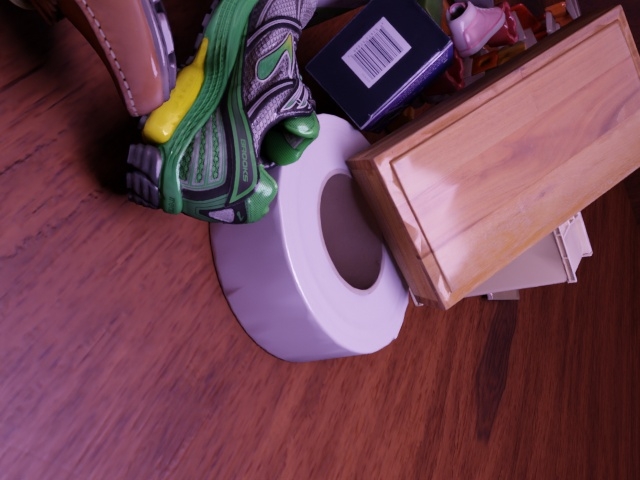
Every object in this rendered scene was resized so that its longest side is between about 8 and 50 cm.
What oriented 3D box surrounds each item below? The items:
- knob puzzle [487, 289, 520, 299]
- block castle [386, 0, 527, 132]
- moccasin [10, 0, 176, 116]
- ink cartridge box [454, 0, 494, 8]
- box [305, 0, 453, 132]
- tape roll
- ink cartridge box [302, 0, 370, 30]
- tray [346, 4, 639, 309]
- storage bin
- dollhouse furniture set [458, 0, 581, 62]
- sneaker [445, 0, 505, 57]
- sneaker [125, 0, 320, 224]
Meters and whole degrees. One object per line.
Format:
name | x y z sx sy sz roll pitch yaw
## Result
knob puzzle | 0.354 0.027 1.442 0.213 0.030 0.213 26 58 -51
block castle | 0.252 -0.337 1.246 0.303 0.212 0.453 48 42 -38
moccasin | -0.241 -0.254 0.515 0.380 0.147 0.139 57 -8 -22
ink cartridge box | 0.336 -0.592 1.613 0.181 0.061 0.104 31 53 -48
box | 0.085 -0.231 0.925 0.108 0.153 0.207 48 14 2
tape roll | 0.000 0.000 0.834 0.286 0.100 0.286 29 55 -51
ink cartridge box | -0.033 -0.356 0.818 0.272 0.198 0.115 -2 82 -57
tray | 0.252 -0.111 0.880 0.410 0.076 0.203 -33 107 -19
storage bin | 0.238 -0.051 1.073 0.123 0.262 0.261 -39 112 -53
dollhouse furniture set | 0.443 -0.464 1.549 0.259 0.262 0.135 5 73 -58
sneaker | 0.230 -0.334 1.044 0.134 0.051 0.070 -51 118 -36
sneaker | -0.064 -0.147 0.715 0.146 0.134 0.344 21 57 -3
